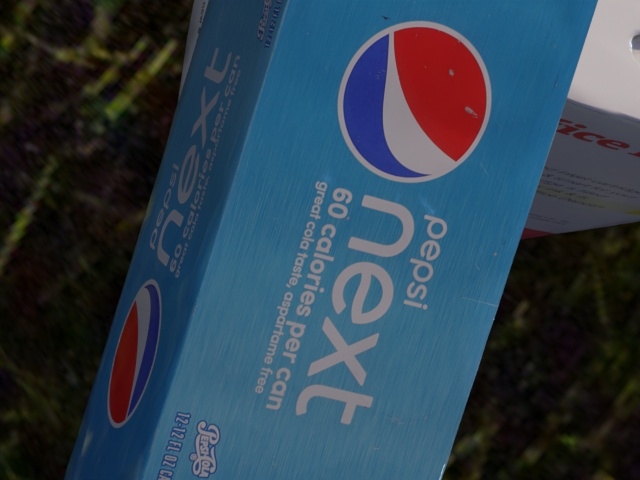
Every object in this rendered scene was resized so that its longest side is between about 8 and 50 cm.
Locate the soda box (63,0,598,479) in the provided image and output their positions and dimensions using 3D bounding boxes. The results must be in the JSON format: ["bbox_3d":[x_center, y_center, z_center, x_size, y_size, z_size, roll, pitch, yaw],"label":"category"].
[{"bbox_3d":[0.000,0.000,0.455,0.071,0.067,0.210,15,98,-20],"label":"soda box"}]

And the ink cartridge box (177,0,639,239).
[{"bbox_3d":[0.117,-0.114,1.221,0.279,0.384,0.160,14,79,-27],"label":"ink cartridge box"}]
